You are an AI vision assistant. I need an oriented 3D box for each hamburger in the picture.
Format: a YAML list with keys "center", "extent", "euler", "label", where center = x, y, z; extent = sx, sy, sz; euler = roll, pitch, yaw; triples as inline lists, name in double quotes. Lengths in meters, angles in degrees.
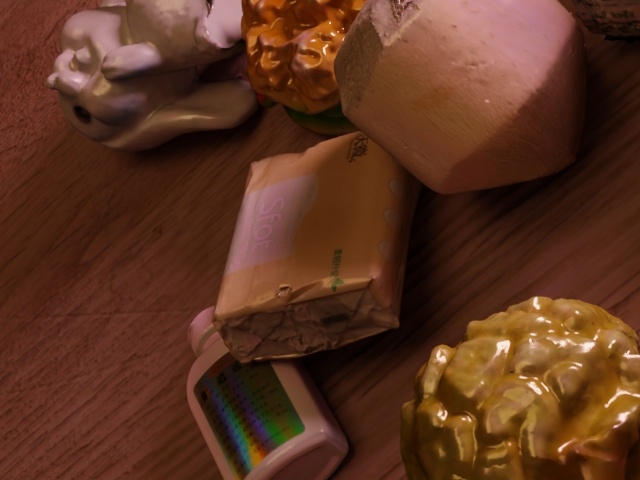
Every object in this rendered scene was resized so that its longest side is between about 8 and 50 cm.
- center: [0.015, -0.227, 1.513]
  extent: [0.237, 0.149, 0.237]
  euler: [-22, 54, 33]
  label: "hamburger"

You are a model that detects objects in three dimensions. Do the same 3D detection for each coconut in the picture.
- center: [0.137, -0.148, 1.321]
  extent: [0.224, 0.234, 0.224]
  euler: [-62, 0, 1]
  label: "coconut"

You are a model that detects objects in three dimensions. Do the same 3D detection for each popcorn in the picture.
- center: [0.184, 0.178, 1.116]
  extent: [0.237, 0.206, 0.251]
  euler: [-43, 58, -4]
  label: "popcorn"

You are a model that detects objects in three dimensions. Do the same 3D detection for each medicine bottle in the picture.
- center: [-0.065, 0.153, 1.425]
  extent: [0.115, 0.078, 0.219]
  euler: [-41, 46, 9]
  label: "medicine bottle"

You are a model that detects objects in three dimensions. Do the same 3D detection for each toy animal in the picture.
- center: [-0.180, -0.235, 1.676]
  extent: [0.289, 0.174, 0.249]
  euler: [-10, 73, 36]
  label: "toy animal"

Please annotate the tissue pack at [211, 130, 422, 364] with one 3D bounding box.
- center: [0.000, 0.000, 1.407]
  extent: [0.186, 0.090, 0.222]
  euler: [-13, 43, 26]
  label: "tissue pack"

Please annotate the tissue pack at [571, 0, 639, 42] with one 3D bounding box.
- center: [0.383, -0.293, 1.249]
  extent: [0.332, 0.123, 0.245]
  euler: [5, 65, 40]
  label: "tissue pack"
